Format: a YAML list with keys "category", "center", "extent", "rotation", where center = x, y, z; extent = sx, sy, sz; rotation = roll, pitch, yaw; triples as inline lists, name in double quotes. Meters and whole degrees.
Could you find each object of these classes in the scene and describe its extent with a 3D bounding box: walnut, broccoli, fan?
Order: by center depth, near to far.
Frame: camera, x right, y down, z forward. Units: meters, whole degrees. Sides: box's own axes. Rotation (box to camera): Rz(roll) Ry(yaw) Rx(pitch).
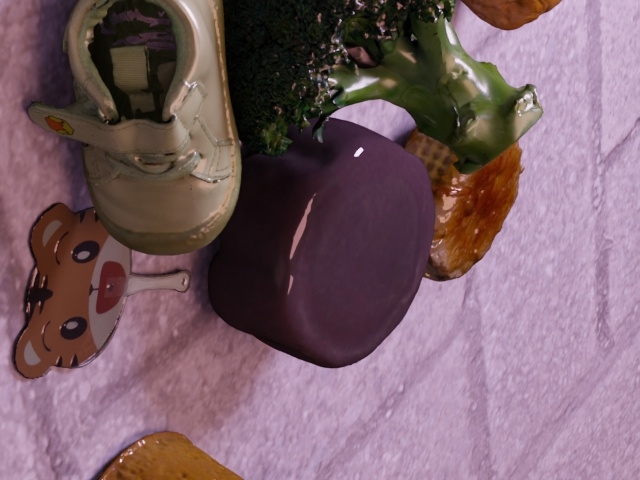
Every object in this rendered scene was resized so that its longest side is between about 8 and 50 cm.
- category: "broccoli"
  center: [0.039, -0.169, 1.573]
  extent: [0.297, 0.297, 0.297]
  rotation: [-44, -174, 6]
- category: "fan"
  center: [-0.182, 0.038, 1.589]
  extent: [0.226, 0.008, 0.153]
  rotation: [-5, 108, -57]
- category: "walnut"
  center: [0.194, -0.303, 1.905]
  extent: [0.180, 0.144, 0.144]
  rotation: [36, 74, -56]

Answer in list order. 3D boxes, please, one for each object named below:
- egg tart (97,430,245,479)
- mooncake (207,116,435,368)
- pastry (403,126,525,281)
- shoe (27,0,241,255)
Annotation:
- category: "egg tart"
  center: [-0.120, 0.287, 1.682]
  extent: [0.202, 0.147, 0.203]
  rotation: [-29, 127, -48]
- category: "mooncake"
  center: [0.000, 0.000, 1.745]
  extent: [0.245, 0.133, 0.245]
  rotation: [-34, 133, -47]
- category: "pastry"
  center: [0.142, -0.052, 1.992]
  extent: [0.192, 0.093, 0.182]
  rotation: [-63, 150, -8]
- category: "shoe"
  center: [-0.146, -0.113, 1.460]
  extent: [0.128, 0.140, 0.262]
  rotation: [-27, 122, -64]
